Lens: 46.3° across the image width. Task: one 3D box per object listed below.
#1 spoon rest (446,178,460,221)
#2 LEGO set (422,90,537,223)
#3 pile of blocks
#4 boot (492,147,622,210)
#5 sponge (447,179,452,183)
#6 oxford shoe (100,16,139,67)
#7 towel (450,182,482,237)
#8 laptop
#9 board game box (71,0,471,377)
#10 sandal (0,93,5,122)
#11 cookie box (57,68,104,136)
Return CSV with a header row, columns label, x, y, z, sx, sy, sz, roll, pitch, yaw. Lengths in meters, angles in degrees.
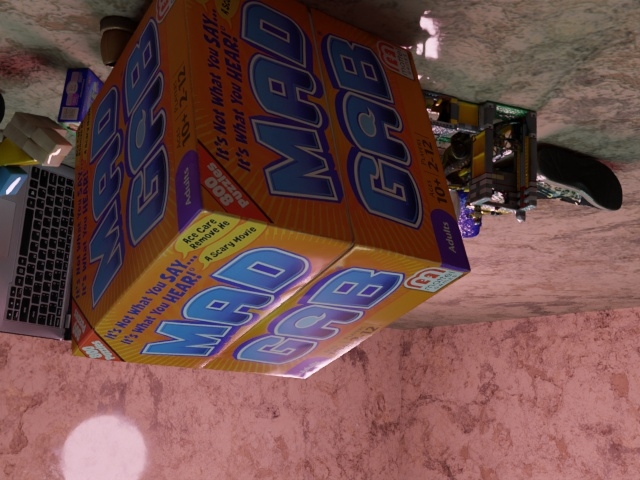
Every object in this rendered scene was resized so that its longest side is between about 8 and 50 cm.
label,x,y,z,sx,sy,sz,roll,pitch,yaw
spoon rest,0.149,-0.116,1.450,0.276,0.084,0.137,24,179,19
LEGO set,0.204,-0.114,1.254,0.331,0.192,0.255,10,166,-27
pile of blocks,-0.539,-0.118,1.169,0.362,0.149,0.112,0,-176,15
boot,0.453,-0.107,1.468,0.236,0.085,0.178,18,164,-27
sponge,0.197,-0.099,1.674,0.210,0.031,0.117,-1,166,19
oxford shoe,-0.225,-0.243,1.079,0.076,0.076,0.212,-11,162,43
towel,0.195,-0.055,1.609,0.308,0.076,0.227,-3,165,11
laptop,-0.485,0.012,1.559,0.236,0.382,0.408,-6,164,32
board game box,-0.088,-0.062,0.979,0.356,0.356,0.356,13,144,-34
sandal,-0.594,-0.241,1.160,0.054,0.097,0.254,-2,176,29
cookie box,-0.375,-0.212,1.208,0.040,0.092,0.107,4,167,10
